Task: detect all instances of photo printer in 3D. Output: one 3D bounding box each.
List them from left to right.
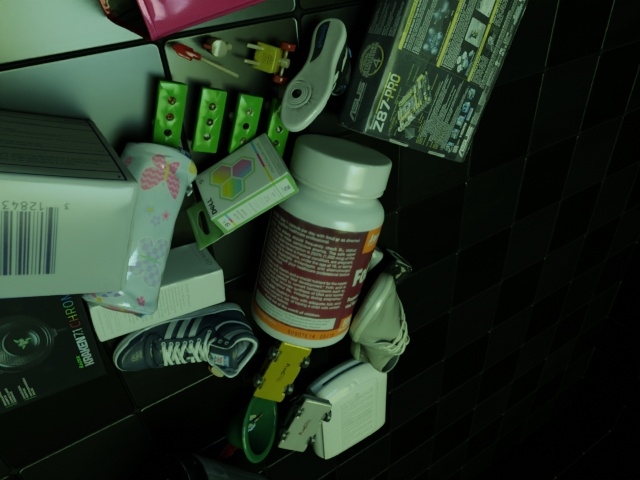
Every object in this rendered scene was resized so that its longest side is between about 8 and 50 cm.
[{"bbox_3d":[0.081,0.491,1.429,0.256,0.107,0.308,-22,128,-24],"label":"photo printer"}]

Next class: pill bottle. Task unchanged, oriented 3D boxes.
[{"bbox_3d":[0.000,0.000,0.966,0.224,0.224,0.392,-3,120,-35],"label":"pill bottle"}]

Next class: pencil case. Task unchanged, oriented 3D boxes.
[{"bbox_3d":[-0.285,-0.019,0.751,0.124,0.113,0.273,36,64,-62],"label":"pencil case"}]

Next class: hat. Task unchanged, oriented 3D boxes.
[{"bbox_3d":[-0.235,0.496,1.256,0.173,0.183,0.209,54,39,-51],"label":"hat"}]

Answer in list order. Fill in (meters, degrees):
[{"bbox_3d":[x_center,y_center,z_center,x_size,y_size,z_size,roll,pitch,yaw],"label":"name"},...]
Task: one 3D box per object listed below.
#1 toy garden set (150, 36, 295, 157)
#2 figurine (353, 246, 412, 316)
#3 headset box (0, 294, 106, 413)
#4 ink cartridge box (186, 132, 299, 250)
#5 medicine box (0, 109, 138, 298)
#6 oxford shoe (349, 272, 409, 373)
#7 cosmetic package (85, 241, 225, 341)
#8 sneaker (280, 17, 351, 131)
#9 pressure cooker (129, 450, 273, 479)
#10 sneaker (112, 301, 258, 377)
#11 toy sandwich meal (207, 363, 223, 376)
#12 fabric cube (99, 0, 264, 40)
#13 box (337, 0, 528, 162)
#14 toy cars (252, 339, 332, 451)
[{"bbox_3d":[-0.158,-0.254,0.809,0.244,0.049,0.204,-2,120,-35],"label":"toy garden set"},{"bbox_3d":[0.106,0.110,1.219,0.215,0.092,0.209,24,106,-43],"label":"figurine"},{"bbox_3d":[-0.520,0.140,0.734,0.283,0.131,0.246,-17,126,-27],"label":"headset box"},{"bbox_3d":[-0.155,-0.086,0.836,0.209,0.109,0.062,-31,148,3],"label":"ink cartridge box"},{"bbox_3d":[-0.401,-0.061,0.580,0.263,0.289,0.149,-1,116,-36],"label":"medicine box"},{"bbox_3d":[0.153,0.210,1.132,0.169,0.130,0.449,-52,159,-22],"label":"oxford shoe"},{"bbox_3d":[-0.306,0.086,0.870,0.231,0.117,0.085,-19,129,-28],"label":"cosmetic package"},{"bbox_3d":[0.006,-0.273,0.856,0.217,0.079,0.121,-67,160,-8],"label":"sneaker"},{"bbox_3d":[-0.251,0.733,1.124,0.375,0.370,0.420,-38,129,18],"label":"pressure cooker"},{"bbox_3d":[-0.265,0.224,0.964,0.282,0.153,0.099,-17,126,-28],"label":"sneaker"},{"bbox_3d":[-0.228,0.282,1.116,0.085,0.029,0.086,-19,128,-26],"label":"toy sandwich meal"},{"bbox_3d":[-0.161,-0.415,0.552,0.258,0.259,0.254,-29,130,-19],"label":"fabric cube"},{"bbox_3d":[0.234,-0.373,0.922,0.318,0.097,0.395,3,112,-40],"label":"box"},{"bbox_3d":[-0.073,0.393,1.230,0.176,0.087,0.394,-17,120,0],"label":"toy cars"}]
